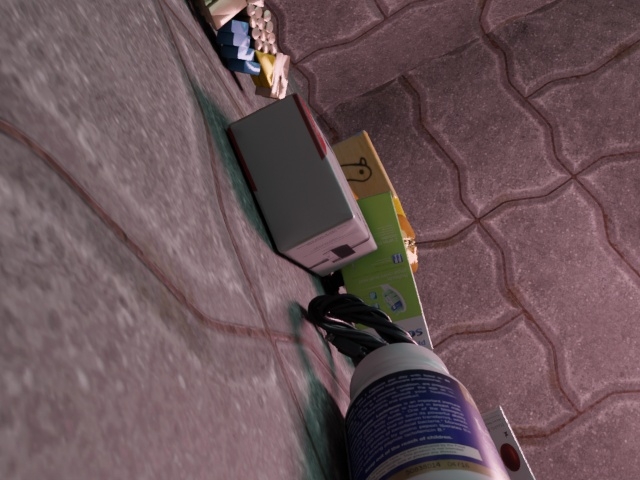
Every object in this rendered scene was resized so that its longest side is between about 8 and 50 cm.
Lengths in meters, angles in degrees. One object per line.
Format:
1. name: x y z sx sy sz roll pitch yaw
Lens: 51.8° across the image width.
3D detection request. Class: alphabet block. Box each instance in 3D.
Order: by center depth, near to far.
1. alphabet block: 0.081 -0.118 1.634 0.197 0.192 0.193 66 8 21

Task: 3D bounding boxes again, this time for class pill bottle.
1. pill bottle: 0.102 0.224 0.685 0.265 0.153 0.153 -98 162 -69

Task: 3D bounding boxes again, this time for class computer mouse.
1. computer mouse: 0.000 0.000 1.181 0.106 0.042 0.193 33 33 -77

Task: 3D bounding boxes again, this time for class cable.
1. cable: 0.072 0.124 0.858 0.184 0.047 0.150 25 -27 21

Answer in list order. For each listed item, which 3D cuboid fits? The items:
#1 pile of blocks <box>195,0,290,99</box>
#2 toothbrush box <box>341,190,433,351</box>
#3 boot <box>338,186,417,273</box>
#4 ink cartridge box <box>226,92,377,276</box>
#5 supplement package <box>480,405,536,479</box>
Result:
1. pile of blocks: -0.169 -0.397 1.156 0.112 0.149 0.362 17 -39 35
2. toothbrush box: 0.109 0.084 1.185 0.206 0.122 0.283 60 17 -72
3. boot: 0.104 -0.046 1.463 0.211 0.104 0.295 -14 87 -39
4. ink cartridge box: -0.016 -0.069 0.990 0.273 0.114 0.197 43 22 -75
5. supplement package: 0.318 0.470 1.310 0.203 0.194 0.149 68 8 28
